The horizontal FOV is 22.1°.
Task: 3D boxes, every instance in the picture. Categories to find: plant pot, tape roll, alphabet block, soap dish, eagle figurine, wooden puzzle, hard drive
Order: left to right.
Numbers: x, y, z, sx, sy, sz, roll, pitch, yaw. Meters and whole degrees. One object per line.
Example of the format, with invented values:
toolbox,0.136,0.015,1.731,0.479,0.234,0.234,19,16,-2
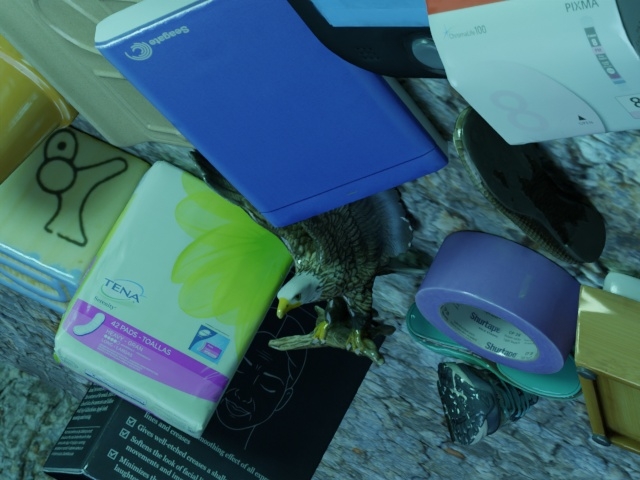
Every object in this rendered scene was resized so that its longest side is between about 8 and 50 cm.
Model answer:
plant pot,-0.408,-0.162,1.983,0.205,0.188,0.205,25,161,9
alphabet block,-0.345,-0.025,2.237,0.192,0.197,0.193,26,161,9
wooden puzzle,-0.161,-0.201,1.722,0.348,0.080,0.322,6,152,38
hard drive,-0.040,-0.140,1.603,0.210,0.040,0.318,-20,138,24
eagle figurine,-0.002,0.005,1.924,0.226,0.225,0.298,-16,112,6
tape roll,0.210,0.073,1.892,0.189,0.080,0.189,25,162,9
soap dish,0.396,0.165,1.809,0.229,0.118,0.291,20,160,23

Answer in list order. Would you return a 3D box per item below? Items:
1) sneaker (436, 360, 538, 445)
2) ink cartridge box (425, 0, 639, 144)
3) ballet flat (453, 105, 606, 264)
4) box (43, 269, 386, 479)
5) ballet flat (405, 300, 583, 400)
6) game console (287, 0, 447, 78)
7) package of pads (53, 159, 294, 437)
sneaker,0.220,0.196,2.124,0.122,0.110,0.283,-16,175,0
ink cartridge box,0.160,-0.165,1.265,0.189,0.066,0.232,-4,149,47
ballet flat,0.196,-0.051,1.604,0.058,0.084,0.250,6,157,45
box,-0.147,0.225,2.294,0.293,0.395,0.212,35,161,-16
ballet flat,0.227,0.129,2.041,0.247,0.083,0.087,21,-176,21
game console,0.067,-0.251,1.292,0.342,0.060,0.386,12,156,41
package of pads,-0.186,0.070,2.100,0.229,0.296,0.101,28,163,2
